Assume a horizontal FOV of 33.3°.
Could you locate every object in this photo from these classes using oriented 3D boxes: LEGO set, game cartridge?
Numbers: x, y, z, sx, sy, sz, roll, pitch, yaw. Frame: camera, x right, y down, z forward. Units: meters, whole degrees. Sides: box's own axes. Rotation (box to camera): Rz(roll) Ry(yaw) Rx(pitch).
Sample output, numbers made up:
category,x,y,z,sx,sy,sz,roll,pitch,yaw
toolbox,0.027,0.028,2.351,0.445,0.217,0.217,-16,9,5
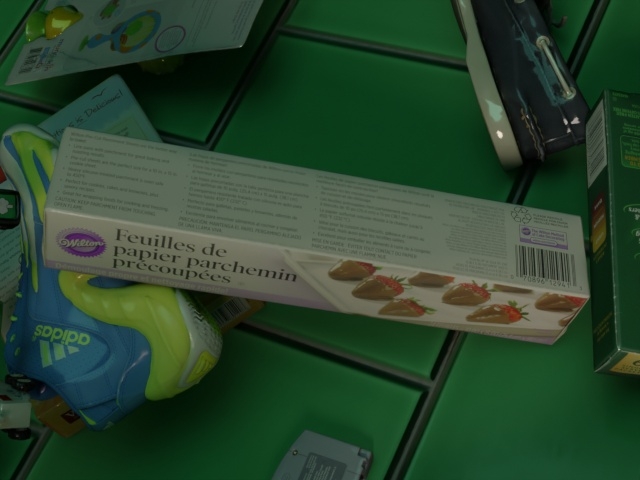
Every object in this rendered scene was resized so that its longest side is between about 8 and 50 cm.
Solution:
category,x,y,z,sx,sy,sz,roll,pitch,yaw
LEGO set,-0.235,0.083,0.679,0.244,0.060,0.182,-55,45,38
game cartridge,-0.007,0.162,0.668,0.056,0.017,0.083,16,66,22

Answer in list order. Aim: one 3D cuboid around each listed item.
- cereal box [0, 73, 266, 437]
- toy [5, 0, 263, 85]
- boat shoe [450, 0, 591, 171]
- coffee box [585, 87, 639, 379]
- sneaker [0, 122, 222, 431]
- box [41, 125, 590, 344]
category,x,y,z,sx,sy,sz,roll,pitch,yaw
cereal box,-0.169,0.002,0.798,0.173,0.047,0.240,-33,55,-2
toy,-0.138,-0.179,0.889,0.237,0.056,0.137,-1,54,26
boat shoe,0.135,-0.171,0.771,0.079,0.095,0.255,-16,58,11
coffee box,0.219,0.000,0.648,0.113,0.040,0.184,9,60,-8
sneaker,-0.175,0.025,0.702,0.126,0.091,0.240,-41,59,-7
box,0.000,0.000,0.649,0.323,0.063,0.067,9,54,-8
